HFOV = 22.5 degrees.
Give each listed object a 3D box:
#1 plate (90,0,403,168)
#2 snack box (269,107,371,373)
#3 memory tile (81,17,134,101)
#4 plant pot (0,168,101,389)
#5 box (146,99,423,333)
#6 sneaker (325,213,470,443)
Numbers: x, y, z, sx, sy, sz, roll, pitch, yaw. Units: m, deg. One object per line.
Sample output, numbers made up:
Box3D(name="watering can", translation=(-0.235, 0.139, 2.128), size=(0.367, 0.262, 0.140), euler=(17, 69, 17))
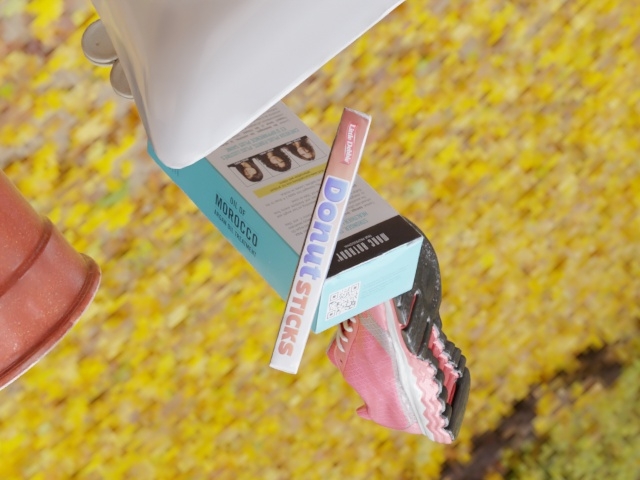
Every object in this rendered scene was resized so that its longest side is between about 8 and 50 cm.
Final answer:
Box3D(name="plate", translation=(0.003, -0.185, 0.680), size=(0.277, 0.278, 0.045), euler=(-38, 125, 5))
Box3D(name="snack box", translation=(0.000, 0.000, 1.085), size=(0.064, 0.022, 0.178), euler=(-50, 156, -89))
Box3D(name="memory tile", translation=(-0.079, -0.142, 1.080), size=(0.148, 0.113, 0.012), euler=(-38, 155, -10))
Box3D(name="plant pot", translation=(-0.388, -0.005, 1.484), size=(0.272, 0.265, 0.272), euler=(-26, -156, 12))
Box3D(name="box", translation=(-0.034, -0.038, 1.296), size=(0.100, 0.244, 0.060), euler=(-23, 142, -29))
Box3D(name="sneaker", translation=(0.059, 0.100, 1.677), size=(0.116, 0.136, 0.314), euler=(-67, 149, -42))
